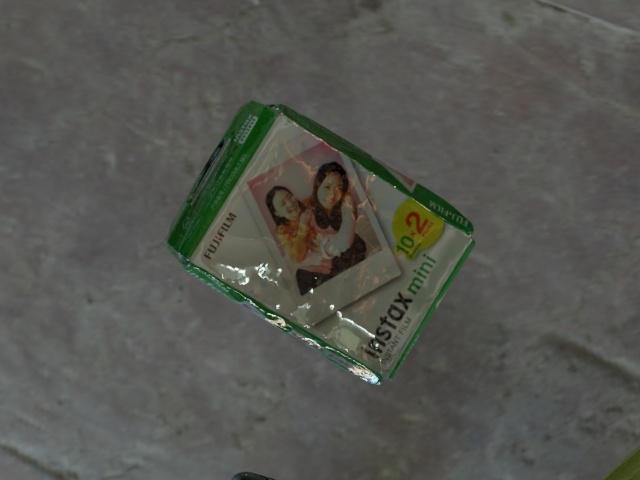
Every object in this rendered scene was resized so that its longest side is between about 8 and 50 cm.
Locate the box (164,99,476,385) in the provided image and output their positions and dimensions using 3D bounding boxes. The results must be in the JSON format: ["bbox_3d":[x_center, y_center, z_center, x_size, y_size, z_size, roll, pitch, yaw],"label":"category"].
[{"bbox_3d":[0.000,0.000,1.338,0.250,0.103,0.180,31,89,-18],"label":"box"}]

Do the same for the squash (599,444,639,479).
[{"bbox_3d":[0.238,0.210,1.137,0.224,0.094,0.094,-34,79,1],"label":"squash"}]

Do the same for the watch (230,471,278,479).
[{"bbox_3d":[-0.068,0.280,1.113,0.068,0.193,0.206,14,91,22],"label":"watch"}]
